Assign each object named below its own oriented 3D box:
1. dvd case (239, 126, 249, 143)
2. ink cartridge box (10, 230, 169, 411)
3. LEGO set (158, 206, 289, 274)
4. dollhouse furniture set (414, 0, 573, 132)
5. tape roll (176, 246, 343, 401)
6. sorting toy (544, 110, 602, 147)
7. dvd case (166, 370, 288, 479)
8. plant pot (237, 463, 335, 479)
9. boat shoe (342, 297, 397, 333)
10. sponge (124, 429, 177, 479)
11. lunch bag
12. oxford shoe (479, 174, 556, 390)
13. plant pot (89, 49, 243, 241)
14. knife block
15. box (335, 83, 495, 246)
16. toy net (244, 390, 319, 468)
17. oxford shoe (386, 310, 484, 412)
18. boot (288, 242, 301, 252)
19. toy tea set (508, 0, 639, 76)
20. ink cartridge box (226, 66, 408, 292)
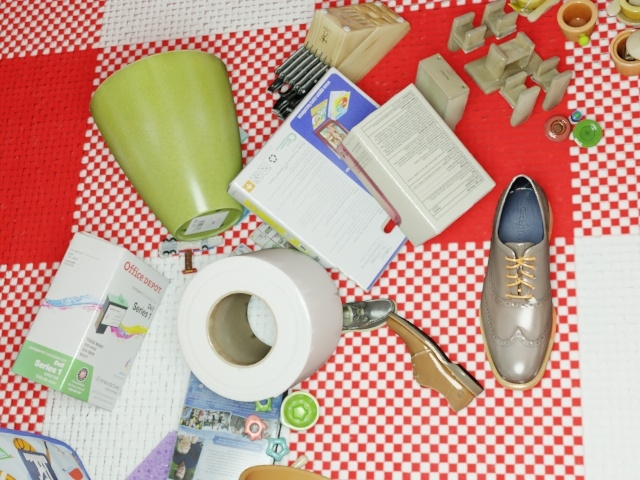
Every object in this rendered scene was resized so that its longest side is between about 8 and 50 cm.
[{"bbox_3d":[-0.213,-0.219,1.897,0.087,0.013,0.119,-44,64,-2],"label":"dvd case"},{"bbox_3d":[-0.416,0.151,1.716,0.117,0.201,0.278,17,75,21],"label":"ink cartridge box"},{"bbox_3d":[-0.196,0.006,1.804,0.244,0.060,0.182,37,72,24],"label":"LEGO set"},{"bbox_3d":[0.297,-0.288,1.724,0.242,0.161,0.212,-25,63,-18],"label":"dollhouse furniture set"},{"bbox_3d":[-0.101,0.138,1.598,0.246,0.169,0.246,2,94,20],"label":"tape roll"},{"bbox_3d":[0.454,-0.200,1.676,0.102,0.042,0.061,15,90,9],"label":"sorting toy"},{"bbox_3d":[-0.167,0.367,1.635,0.180,0.022,0.253,10,72,3],"label":"dvd case"},{"bbox_3d":[-0.025,0.505,1.442,0.291,0.291,0.203,23,96,23],"label":"plant pot"},{"bbox_3d":[0.061,0.136,1.660,0.152,0.049,0.056,-18,68,11],"label":"boat shoe"},{"bbox_3d":[-0.296,0.455,1.661,0.210,0.031,0.117,-46,65,-5],"label":"sponge"},{"bbox_3d":[-0.583,0.428,1.580,0.385,0.328,0.239,11,76,29],"label":"lunch bag"},{"bbox_3d":[0.325,0.065,1.559,0.130,0.133,0.363,-2,70,16],"label":"oxford shoe"},{"bbox_3d":[-0.258,-0.156,1.750,0.275,0.275,0.293,-24,73,7],"label":"plant pot"},{"bbox_3d":[0.028,-0.338,1.841,0.276,0.242,0.088,-21,56,-42],"label":"knife block"},{"bbox_3d":[0.162,-0.128,1.624,0.149,0.127,0.232,-38,89,-18],"label":"box"},{"bbox_3d":[-0.077,0.371,1.598,0.122,0.045,0.232,11,73,-4],"label":"toy net"},{"bbox_3d":[0.177,0.205,1.589,0.076,0.076,0.212,-48,63,8],"label":"oxford shoe"},{"bbox_3d":[0.000,0.000,1.713,0.106,0.082,0.219,-14,65,15],"label":"boot"},{"bbox_3d":[0.505,-0.452,1.702,0.200,0.124,0.336,-45,64,-3],"label":"toy tea set"},{"bbox_3d":[0.043,-0.108,1.691,0.307,0.072,0.303,40,70,-4],"label":"ink cartridge box"}]
